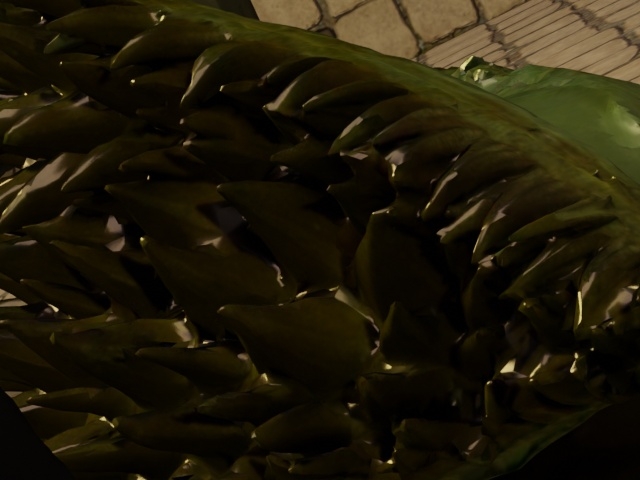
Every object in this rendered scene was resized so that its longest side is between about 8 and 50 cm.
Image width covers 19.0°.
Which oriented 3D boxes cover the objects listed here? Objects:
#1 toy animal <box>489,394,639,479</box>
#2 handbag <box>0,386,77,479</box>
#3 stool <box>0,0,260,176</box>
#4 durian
[{"bbox_3d":[0.097,0.049,0.543,0.233,0.084,0.148,-28,7,18],"label":"toy animal"},{"bbox_3d":[-0.176,0.171,0.347,0.326,0.118,0.269,-36,-5,-30],"label":"handbag"},{"bbox_3d":[-0.126,0.017,0.774,0.170,0.269,0.243,-18,13,40],"label":"stool"},{"bbox_3d":[-0.001,0.011,0.545,0.198,0.163,0.394,6,1,-26],"label":"durian"}]
